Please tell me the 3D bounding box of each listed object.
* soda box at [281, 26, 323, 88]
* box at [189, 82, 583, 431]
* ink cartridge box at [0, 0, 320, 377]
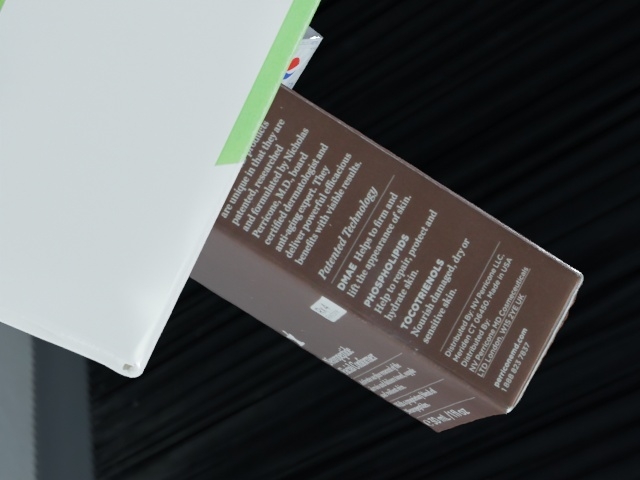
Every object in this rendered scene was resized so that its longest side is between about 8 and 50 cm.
[{"bbox_3d":[-0.141,-0.309,1.743,0.286,0.091,0.098,41,26,16],"label":"soda box"},{"bbox_3d":[0.000,0.000,1.109,0.381,0.191,0.143,33,73,-3],"label":"box"},{"bbox_3d":[-0.097,-0.079,0.624,0.115,0.198,0.273,25,6,-13],"label":"ink cartridge box"}]
